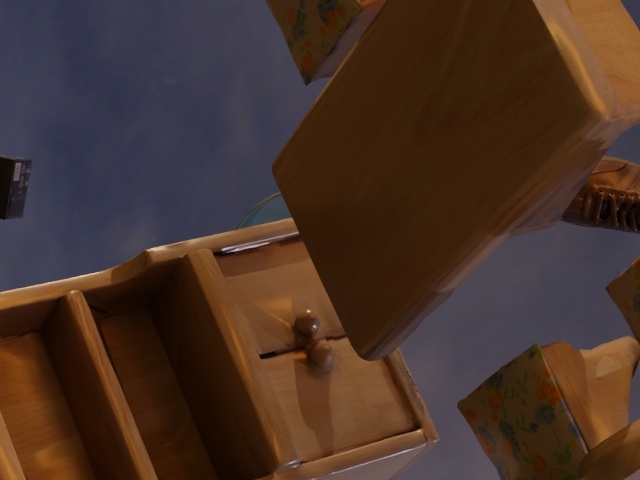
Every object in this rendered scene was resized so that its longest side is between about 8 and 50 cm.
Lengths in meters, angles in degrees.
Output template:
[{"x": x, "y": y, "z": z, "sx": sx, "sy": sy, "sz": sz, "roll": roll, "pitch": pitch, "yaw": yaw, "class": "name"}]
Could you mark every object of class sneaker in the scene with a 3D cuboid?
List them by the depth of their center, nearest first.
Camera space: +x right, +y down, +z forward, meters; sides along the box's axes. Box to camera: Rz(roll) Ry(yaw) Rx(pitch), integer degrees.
[{"x": 0.297, "y": -0.036, "z": 1.516, "sx": 0.071, "sy": 0.188, "sz": 0.066, "roll": -123, "pitch": -144, "yaw": -63, "class": "sneaker"}]

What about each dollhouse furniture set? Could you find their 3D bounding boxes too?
[{"x": -0.017, "y": 0.006, "z": 0.772, "sx": 0.362, "sy": 0.256, "sz": 0.394, "roll": 65, "pitch": -34, "yaw": 19, "class": "dollhouse furniture set"}]

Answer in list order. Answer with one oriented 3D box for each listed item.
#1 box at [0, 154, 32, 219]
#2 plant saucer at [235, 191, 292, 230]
[{"x": -0.286, "y": -0.049, "z": 1.328, "sx": 0.062, "sy": 0.083, "sz": 0.052, "roll": -38, "pitch": 137, "yaw": -86, "class": "box"}, {"x": 0.000, "y": 0.000, "z": 1.057, "sx": 0.119, "sy": 0.119, "sz": 0.021, "roll": -56, "pitch": -153, "yaw": 40, "class": "plant saucer"}]
